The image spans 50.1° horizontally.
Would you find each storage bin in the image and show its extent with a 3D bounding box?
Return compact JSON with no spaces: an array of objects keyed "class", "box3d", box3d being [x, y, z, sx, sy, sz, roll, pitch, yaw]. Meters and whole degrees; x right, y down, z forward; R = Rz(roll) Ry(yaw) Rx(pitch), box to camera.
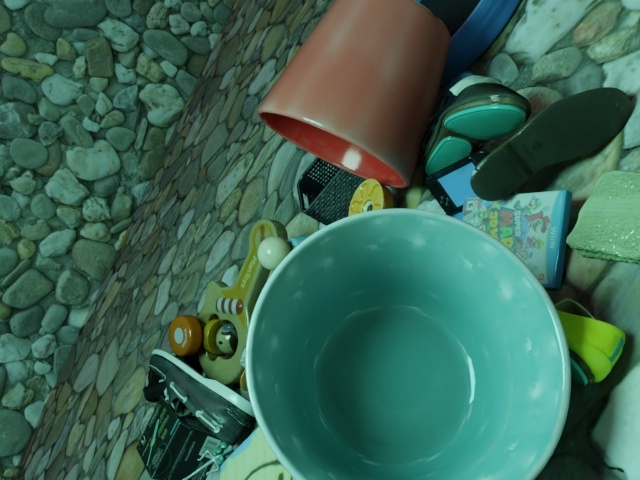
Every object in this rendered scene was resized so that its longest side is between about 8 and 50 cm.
[{"class":"storage bin","box3d":[0.043,-0.124,1.312,0.180,0.084,0.122,-47,29,25]}]

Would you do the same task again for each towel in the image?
[{"class":"towel","box3d":[0.341,-0.027,0.743,0.148,0.027,0.110,16,79,63]}]

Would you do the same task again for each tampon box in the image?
[{"class":"tampon box","box3d":[-0.282,0.403,1.365,0.120,0.101,0.161,-64,25,-6]}]

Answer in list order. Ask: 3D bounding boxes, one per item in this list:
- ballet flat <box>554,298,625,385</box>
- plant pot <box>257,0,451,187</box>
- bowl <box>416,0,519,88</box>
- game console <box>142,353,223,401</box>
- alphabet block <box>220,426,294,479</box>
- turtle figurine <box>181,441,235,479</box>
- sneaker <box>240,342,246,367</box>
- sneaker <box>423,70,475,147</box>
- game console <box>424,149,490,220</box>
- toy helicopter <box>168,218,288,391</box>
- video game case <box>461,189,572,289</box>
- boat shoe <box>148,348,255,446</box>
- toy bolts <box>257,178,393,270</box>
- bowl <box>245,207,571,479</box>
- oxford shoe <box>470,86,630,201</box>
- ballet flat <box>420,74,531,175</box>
[{"class":"ballet flat","box3d":[0.243,0.089,0.773,0.077,0.077,0.231,-43,27,-10]},{"class":"plant pot","box3d":[0.068,-0.249,1.091,0.243,0.275,0.275,-65,26,-2]},{"class":"bowl","box3d":[0.234,-0.445,1.286,0.391,0.077,0.391,-42,32,34]},{"class":"game console","box3d":[-0.327,0.302,1.616,0.361,0.044,0.213,-24,43,50]},{"class":"alphabet block","box3d":[0.006,0.329,0.817,0.192,0.193,0.197,-51,28,25]},{"class":"turtle figurine","box3d":[-0.116,0.396,1.060,0.234,0.118,0.175,-34,49,18]},{"class":"sneaker","box3d":[-0.028,0.132,1.177,0.235,0.094,0.153,-34,29,32]},{"class":"sneaker","box3d":[0.215,-0.205,1.117,0.144,0.053,0.059,-61,25,20]},{"class":"game console","box3d":[0.204,-0.052,0.969,0.122,0.107,0.071,-26,15,50]},{"class":"toy helicopter","box3d":[-0.144,0.128,1.333,0.235,0.140,0.355,39,113,41]},{"class":"video game case","box3d":[0.239,0.000,0.873,0.166,0.015,0.119,-1,77,56]},{"class":"boat shoe","box3d":[-0.248,0.295,1.312,0.302,0.114,0.091,15,66,45]},{"class":"toy bolts","box3d":[0.000,0.000,1.142,0.228,0.158,0.218,-15,66,58]},{"class":"bowl","box3d":[0.083,0.138,0.725,0.163,0.311,0.311,91,-164,-69]},{"class":"oxford shoe","box3d":[0.285,-0.128,0.872,0.212,0.076,0.076,-30,5,17]},{"class":"ballet flat","box3d":[0.207,-0.174,0.967,0.280,0.095,0.096,137,146,-72]}]
